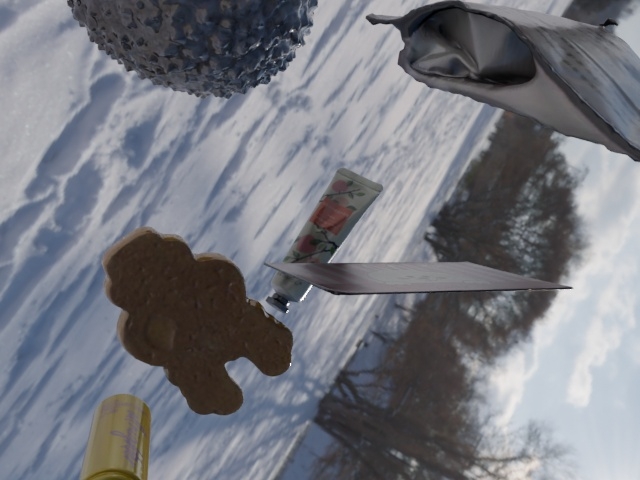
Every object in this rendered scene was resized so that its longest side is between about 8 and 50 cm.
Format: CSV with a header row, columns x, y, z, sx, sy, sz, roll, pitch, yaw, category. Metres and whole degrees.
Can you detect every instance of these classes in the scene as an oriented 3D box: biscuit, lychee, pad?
x,y,z,sx,sy,sz,roll,pitch,yaw,category
-0.134,0.084,0.756,0.144,0.236,0.040,-41,-154,-9,biscuit
-0.136,-0.296,0.758,0.300,0.300,0.300,-59,172,-13,lychee
0.107,0.039,0.824,0.202,0.299,0.005,-164,-104,-65,pad

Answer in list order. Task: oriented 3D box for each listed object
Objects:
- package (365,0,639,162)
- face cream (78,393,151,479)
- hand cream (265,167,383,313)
x,y,z,sx,sy,sz,roll,pitch,yaw,category
0.178,-0.109,0.487,0.204,0.251,0.062,-18,139,-47,package
-0.240,0.273,0.832,0.078,0.078,0.273,-61,-163,8,face cream
0.000,0.000,1.036,0.234,0.080,0.050,-57,157,-12,hand cream
